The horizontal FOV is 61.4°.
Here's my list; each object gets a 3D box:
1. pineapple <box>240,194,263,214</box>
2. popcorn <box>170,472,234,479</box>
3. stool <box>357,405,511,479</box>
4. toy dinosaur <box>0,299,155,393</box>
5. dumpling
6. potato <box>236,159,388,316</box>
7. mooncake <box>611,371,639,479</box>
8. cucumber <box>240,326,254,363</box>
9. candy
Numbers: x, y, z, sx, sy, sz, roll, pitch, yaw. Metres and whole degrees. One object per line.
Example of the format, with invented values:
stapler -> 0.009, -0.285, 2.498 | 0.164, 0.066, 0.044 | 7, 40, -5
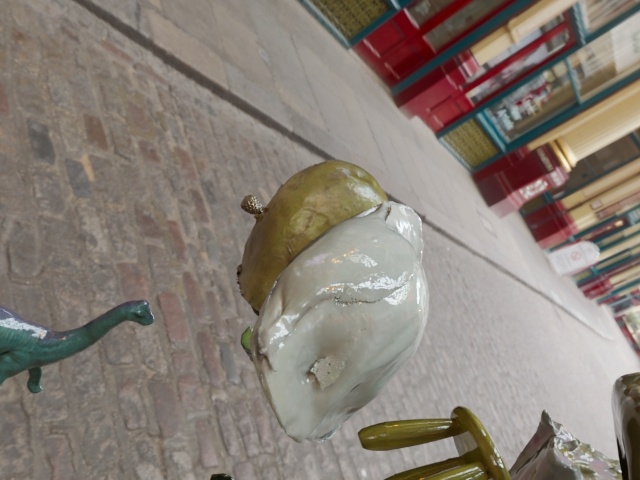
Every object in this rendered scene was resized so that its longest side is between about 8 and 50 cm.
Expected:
pineapple -> -0.175, -0.081, 1.575 | 0.124, 0.058, 0.058 | 41, 29, -29
popcorn -> -0.091, 0.351, 0.482 | 0.286, 0.252, 0.215 | 44, 70, -11
stool -> 0.107, 0.225, 0.502 | 0.135, 0.111, 0.134 | 87, -18, -71
toy dinosaur -> -0.504, 0.111, 0.854 | 0.383, 0.331, 0.129 | 37, 24, -20
dumpling -> 0.045, 0.111, 0.664 | 0.341, 0.181, 0.260 | -74, 158, -62
potato -> 0.000, 0.000, 0.854 | 0.229, 0.266, 0.229 | 31, 16, -10
mooncake -> 0.397, 0.306, 0.488 | 0.378, 0.201, 0.378 | 32, 54, -59
cucumber -> -0.167, 0.296, 1.415 | 0.211, 0.062, 0.078 | 60, 13, -58
candy -> 0.386, 0.406, 0.847 | 0.185, 0.195, 0.137 | 30, 21, 12
